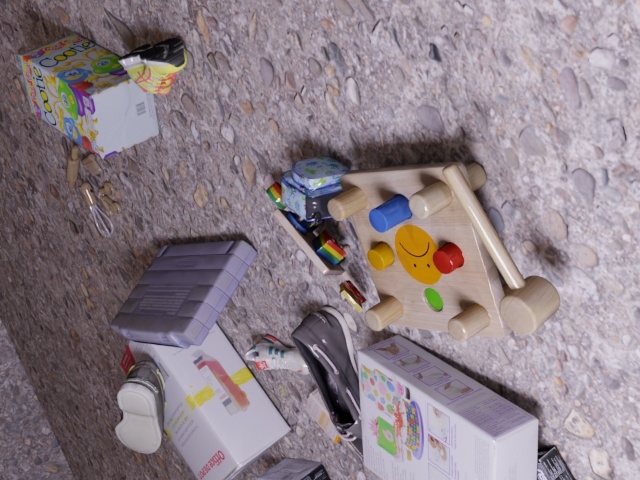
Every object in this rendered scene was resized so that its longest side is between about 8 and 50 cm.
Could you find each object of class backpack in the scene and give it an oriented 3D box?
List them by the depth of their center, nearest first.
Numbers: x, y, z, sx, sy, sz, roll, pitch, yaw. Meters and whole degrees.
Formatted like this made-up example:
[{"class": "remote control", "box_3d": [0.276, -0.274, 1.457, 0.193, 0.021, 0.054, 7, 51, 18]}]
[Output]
[{"class": "backpack", "box_3d": [-0.006, -0.087, 1.563, 0.114, 0.105, 0.084, 30, 128, 49]}]

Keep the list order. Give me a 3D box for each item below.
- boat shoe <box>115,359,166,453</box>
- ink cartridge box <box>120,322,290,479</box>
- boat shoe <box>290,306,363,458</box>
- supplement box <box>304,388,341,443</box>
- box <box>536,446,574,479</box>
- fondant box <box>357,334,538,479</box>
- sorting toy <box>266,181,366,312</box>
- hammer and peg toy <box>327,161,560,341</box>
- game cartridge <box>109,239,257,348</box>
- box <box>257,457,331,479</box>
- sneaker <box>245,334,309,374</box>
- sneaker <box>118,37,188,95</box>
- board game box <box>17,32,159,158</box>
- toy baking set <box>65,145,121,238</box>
[{"class": "boat shoe", "box_3d": [-0.395, 0.377, 2.187, 0.109, 0.091, 0.305, 15, 141, 2]}, {"class": "ink cartridge box", "box_3d": [-0.270, 0.352, 2.229, 0.385, 0.160, 0.279, 54, 148, 11]}, {"class": "boat shoe", "box_3d": [0.032, 0.286, 1.817, 0.112, 0.095, 0.335, 2, 117, 54]}, {"class": "supplement box", "box_3d": [0.017, 0.344, 1.941, 0.098, 0.036, 0.062, 46, 146, 21]}, {"class": "box", "box_3d": [0.345, 0.421, 1.539, 0.191, 0.045, 0.184, 60, 151, 0]}, {"class": "fondant box", "box_3d": [0.196, 0.325, 1.568, 0.330, 0.096, 0.238, 27, 129, 49]}, {"class": "sorting toy", "box_3d": [0.000, 0.000, 1.622, 0.274, 0.046, 0.132, 50, -171, 11]}, {"class": "hammer and peg toy", "box_3d": [0.178, 0.008, 1.362, 0.361, 0.127, 0.266, -1, 113, 54]}, {"class": "game cartridge", "box_3d": [-0.285, 0.109, 1.996, 0.068, 0.230, 0.355, 37, 158, -28]}, {"class": "box", "box_3d": [-0.008, 0.630, 2.162, 0.169, 0.087, 0.290, -14, 103, 57]}, {"class": "sneaker", "box_3d": [-0.087, 0.244, 1.966, 0.161, 0.075, 0.057, 21, 131, 46]}, {"class": "sneaker", "box_3d": [-0.293, -0.314, 1.810, 0.208, 0.081, 0.094, 13, 133, 58]}, {"class": "board game box", "box_3d": [-0.474, -0.299, 2.001, 0.275, 0.142, 0.144, 31, 138, 38]}, {"class": "toy baking set", "box_3d": [-0.556, -0.108, 2.377, 0.197, 0.030, 0.256, 52, 147, 12]}]
